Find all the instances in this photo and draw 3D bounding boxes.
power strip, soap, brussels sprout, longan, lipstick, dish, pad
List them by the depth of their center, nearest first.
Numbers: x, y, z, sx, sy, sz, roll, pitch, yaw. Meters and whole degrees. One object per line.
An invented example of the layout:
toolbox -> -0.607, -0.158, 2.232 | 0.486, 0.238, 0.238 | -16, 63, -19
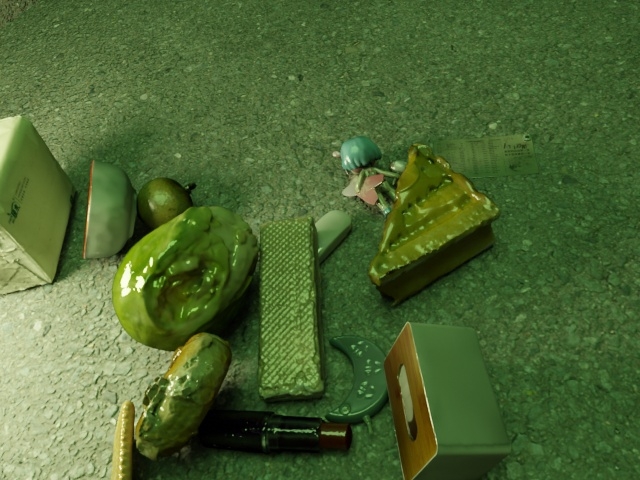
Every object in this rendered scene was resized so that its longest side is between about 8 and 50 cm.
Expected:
lipstick -> -0.087, 0.371, 1.117 | 0.299, 0.081, 0.081 | 0, 50, 14
power strip -> 0.078, 0.290, 1.175 | 0.137, 0.044, 0.216 | -5, 49, 8
brussels sprout -> -0.284, 0.089, 1.261 | 0.344, 0.344, 0.268 | -37, 85, -18
soap -> 0.189, -0.047, 1.354 | 0.338, 0.169, 0.304 | -29, 50, -14
dish -> -0.548, -0.076, 1.515 | 0.117, 0.256, 0.256 | 5, 45, -22
longan -> -0.403, -0.101, 1.541 | 0.176, 0.145, 0.155 | -35, 78, -11
pad -> 0.439, -0.227, 1.556 | 0.264, 0.009, 0.160 | -3, 51, 10

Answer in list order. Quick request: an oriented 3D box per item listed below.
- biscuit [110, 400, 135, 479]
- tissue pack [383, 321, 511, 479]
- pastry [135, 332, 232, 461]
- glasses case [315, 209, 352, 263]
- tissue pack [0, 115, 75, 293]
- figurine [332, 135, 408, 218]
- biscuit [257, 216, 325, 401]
biscuit -> -0.369, 0.444, 1.080 | 0.030, 0.160, 0.250 | 7, 44, -22
tissue pack -> 0.218, 0.291, 1.046 | 0.135, 0.159, 0.246 | 5, 47, -13
pastry -> -0.266, 0.288, 1.117 | 0.120, 0.257, 0.236 | 30, 17, -6
glasses case -> 0.000, 0.000, 1.431 | 0.076, 0.049, 0.197 | 29, 63, 29
tissue pack -> -0.823, -0.090, 1.529 | 0.207, 0.297, 0.381 | -12, 51, 5
figurine -> 0.154, -0.178, 1.515 | 0.205, 0.103, 0.260 | -25, 60, -7
biscuit -> -0.064, 0.140, 1.277 | 0.143, 0.078, 0.426 | -7, 58, 8
